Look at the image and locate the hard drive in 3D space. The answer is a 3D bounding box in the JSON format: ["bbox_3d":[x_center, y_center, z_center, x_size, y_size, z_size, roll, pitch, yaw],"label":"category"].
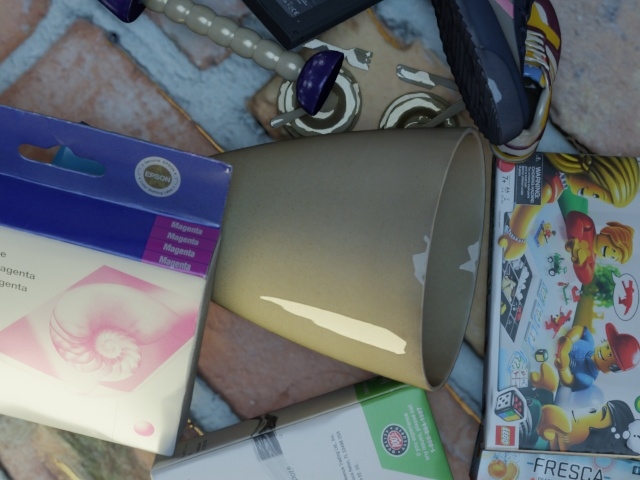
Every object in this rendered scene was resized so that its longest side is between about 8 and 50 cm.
[{"bbox_3d":[-0.008,-0.251,1.778,0.135,0.022,0.094,-32,71,-29],"label":"hard drive"}]

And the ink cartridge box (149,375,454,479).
[{"bbox_3d":[-0.006,0.273,1.824,0.289,0.121,0.211,-18,96,0],"label":"ink cartridge box"}]

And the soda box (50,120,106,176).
[{"bbox_3d":[-0.267,-0.014,1.821,0.071,0.067,0.210,30,94,-4],"label":"soda box"}]

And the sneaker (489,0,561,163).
[{"bbox_3d":[0.208,-0.173,1.787,0.069,0.084,0.185,5,75,-1],"label":"sneaker"}]

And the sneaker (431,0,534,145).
[{"bbox_3d":[0.175,-0.242,1.732,0.131,0.112,0.319,-10,66,-7],"label":"sneaker"}]

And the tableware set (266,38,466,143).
[{"bbox_3d":[0.050,-0.125,1.829,0.194,0.039,0.128,16,95,-2],"label":"tableware set"}]

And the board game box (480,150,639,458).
[{"bbox_3d":[0.265,0.065,1.815,0.193,0.053,0.305,3,83,-1],"label":"board game box"}]

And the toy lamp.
[{"bbox_3d":[-0.112,-0.218,1.789,0.274,0.080,0.080,26,94,4],"label":"toy lamp"}]

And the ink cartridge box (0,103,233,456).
[{"bbox_3d":[-0.267,0.036,1.712,0.324,0.071,0.330,14,127,2],"label":"ink cartridge box"}]

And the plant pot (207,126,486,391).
[{"bbox_3d":[0.000,0.000,1.755,0.274,0.256,0.256,8,95,15],"label":"plant pot"}]

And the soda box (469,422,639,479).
[{"bbox_3d":[0.249,0.238,1.857,0.183,0.058,0.063,11,95,-3],"label":"soda box"}]
